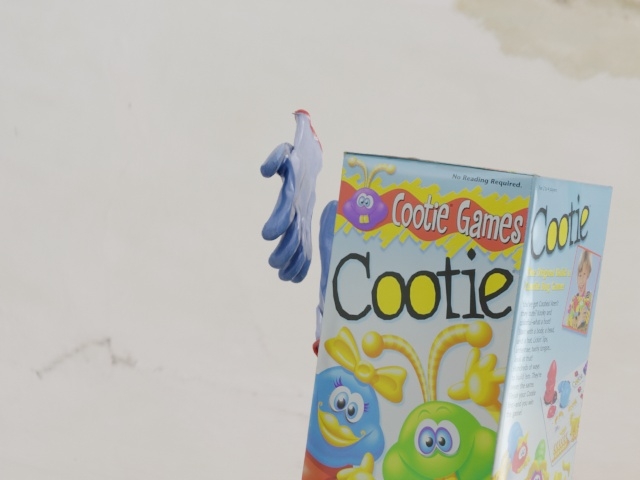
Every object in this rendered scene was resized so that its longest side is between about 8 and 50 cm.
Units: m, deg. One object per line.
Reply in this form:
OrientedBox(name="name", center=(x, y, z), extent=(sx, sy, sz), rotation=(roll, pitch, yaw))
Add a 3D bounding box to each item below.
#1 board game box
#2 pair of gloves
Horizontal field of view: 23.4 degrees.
OrientedBox(name="board game box", center=(0.090, 0.087, 1.044), extent=(0.142, 0.144, 0.275), rotation=(10, -87, 30))
OrientedBox(name="pair of gloves", center=(0.000, 0.000, 1.132), extent=(0.023, 0.198, 0.159), rotation=(-8, -140, 17))
